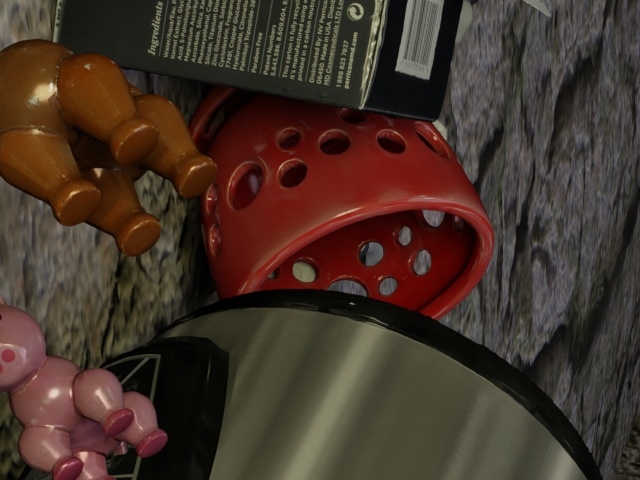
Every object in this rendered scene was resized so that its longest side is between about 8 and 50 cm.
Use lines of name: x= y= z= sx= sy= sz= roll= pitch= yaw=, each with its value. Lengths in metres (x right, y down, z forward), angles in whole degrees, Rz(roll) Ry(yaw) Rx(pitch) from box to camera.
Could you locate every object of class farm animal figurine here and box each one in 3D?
farm animal figurine: x=-0.213 y=0.035 z=0.675 sx=0.327 sy=0.172 sz=0.330 roll=-10 pitch=136 yaw=-47

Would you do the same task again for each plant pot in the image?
plant pot: x=0.001 y=-0.032 z=1.161 sx=0.191 sy=0.191 sz=0.174 roll=62 pitch=3 yaw=-59

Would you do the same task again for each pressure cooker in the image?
pressure cooker: x=-0.033 y=0.279 z=0.989 sx=0.420 sy=0.376 sz=0.370 roll=-60 pitch=155 yaw=-44

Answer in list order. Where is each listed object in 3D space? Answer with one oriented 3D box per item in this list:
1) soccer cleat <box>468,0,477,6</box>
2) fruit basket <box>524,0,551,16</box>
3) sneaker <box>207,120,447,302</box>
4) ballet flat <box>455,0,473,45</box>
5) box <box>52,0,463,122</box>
soccer cleat: x=0.073 y=-0.300 z=1.402 sx=0.121 sy=0.093 sz=0.289 roll=-31 pitch=127 yaw=-35
fruit basket: x=0.027 y=-0.321 z=0.952 sx=0.327 sy=0.165 sz=0.353 roll=15 pitch=48 yaw=-61
sneaker: x=0.000 y=0.000 z=1.339 sx=0.235 sy=0.094 sz=0.153 roll=-49 pitch=167 yaw=-26
ballet flat: x=0.073 y=-0.225 z=1.239 sx=0.400 sy=0.139 sz=0.139 roll=-68 pitch=163 yaw=15
box: x=-0.034 y=-0.143 z=1.019 sx=0.153 sy=0.207 sz=0.108 roll=-4 pitch=105 yaw=-70
